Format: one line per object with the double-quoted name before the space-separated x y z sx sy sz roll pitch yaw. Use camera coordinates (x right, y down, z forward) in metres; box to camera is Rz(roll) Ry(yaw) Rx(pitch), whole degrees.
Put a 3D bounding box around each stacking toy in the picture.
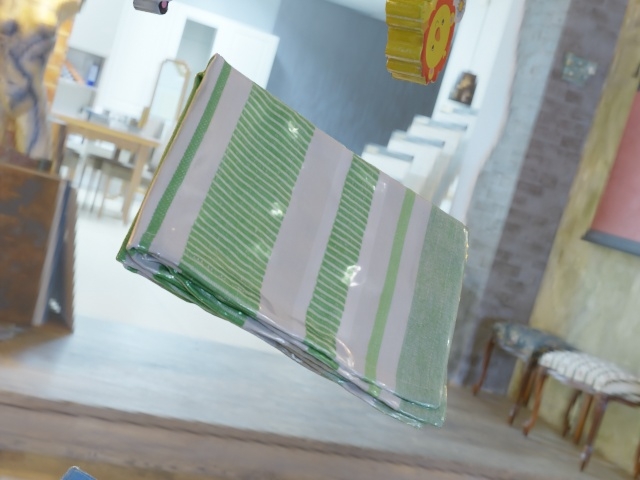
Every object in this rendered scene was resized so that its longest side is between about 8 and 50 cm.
"stacking toy" 0.013 -0.189 0.429 0.167 0.221 0.052 18 -14 24

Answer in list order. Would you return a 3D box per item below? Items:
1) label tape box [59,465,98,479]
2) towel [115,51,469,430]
"label tape box" -0.231 0.349 0.591 0.115 0.348 0.249 31 35 1
"towel" 0.000 0.000 0.818 0.324 0.248 0.038 32 -40 -21
